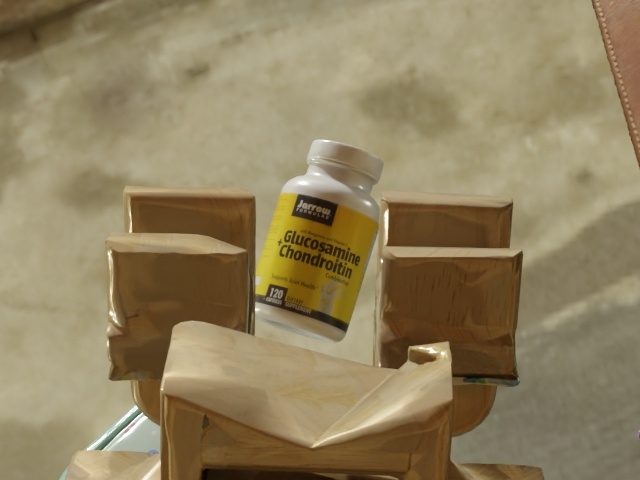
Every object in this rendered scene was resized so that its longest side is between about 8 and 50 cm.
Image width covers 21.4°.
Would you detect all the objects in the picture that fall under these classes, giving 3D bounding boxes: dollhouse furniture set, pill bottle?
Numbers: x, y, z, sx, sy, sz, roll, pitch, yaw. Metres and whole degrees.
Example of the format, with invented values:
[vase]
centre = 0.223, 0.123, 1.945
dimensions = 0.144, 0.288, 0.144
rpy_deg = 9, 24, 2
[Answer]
[dollhouse furniture set]
centre = -0.096, 0.161, 0.755
dimensions = 0.394, 0.256, 0.362
rpy_deg = 2, 26, 1
[pill bottle]
centre = 0.000, 0.000, 1.649
dimensions = 0.103, 0.103, 0.184
rpy_deg = 12, 81, 32

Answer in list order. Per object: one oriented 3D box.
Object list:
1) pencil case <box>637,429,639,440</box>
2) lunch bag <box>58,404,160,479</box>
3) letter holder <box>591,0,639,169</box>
[pencil case]
centre = 0.404, 0.252, 1.816
dimensions = 0.064, 0.070, 0.152
rpy_deg = -31, 66, -1
[lunch bag]
centre = -0.139, 0.276, 1.680
dimensions = 0.108, 0.279, 0.224
rpy_deg = 25, 57, 32
[letter holder]
centre = 0.258, -0.114, 0.779
dimensions = 0.214, 0.152, 0.302
rpy_deg = -48, 24, 29
